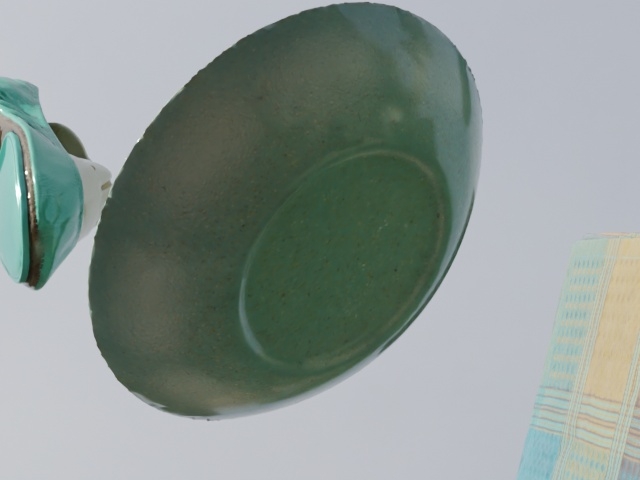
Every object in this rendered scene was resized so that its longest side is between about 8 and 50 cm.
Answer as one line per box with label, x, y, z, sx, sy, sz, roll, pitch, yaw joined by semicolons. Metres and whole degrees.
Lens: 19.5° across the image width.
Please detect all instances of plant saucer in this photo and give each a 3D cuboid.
plant saucer;0.000;0.000;0.748;0.195;0.037;0.195;-23;-48;-28

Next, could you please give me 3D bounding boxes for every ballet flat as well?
ballet flat;-0.185;-0.047;1.236;0.087;0.247;0.083;1;-63;-26

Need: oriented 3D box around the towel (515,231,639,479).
towel;0.226;0.124;1.448;0.040;0.271;0.370;14;-2;-5
